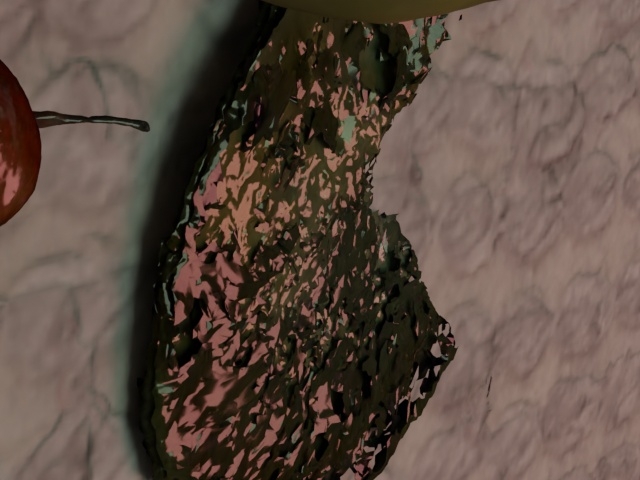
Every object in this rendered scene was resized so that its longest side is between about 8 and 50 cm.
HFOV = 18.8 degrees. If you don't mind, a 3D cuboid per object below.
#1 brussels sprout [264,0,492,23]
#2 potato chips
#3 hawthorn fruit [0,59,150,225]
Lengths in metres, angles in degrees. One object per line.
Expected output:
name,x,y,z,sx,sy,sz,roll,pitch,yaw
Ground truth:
brussels sprout,0.017,-0.185,0.403,0.242,0.317,0.274,-3,136,-37
potato chips,0.004,0.001,0.679,0.202,0.029,0.220,-22,120,-52
hawthorn fruit,-0.088,-0.029,0.470,0.103,0.066,0.067,-18,116,-38
